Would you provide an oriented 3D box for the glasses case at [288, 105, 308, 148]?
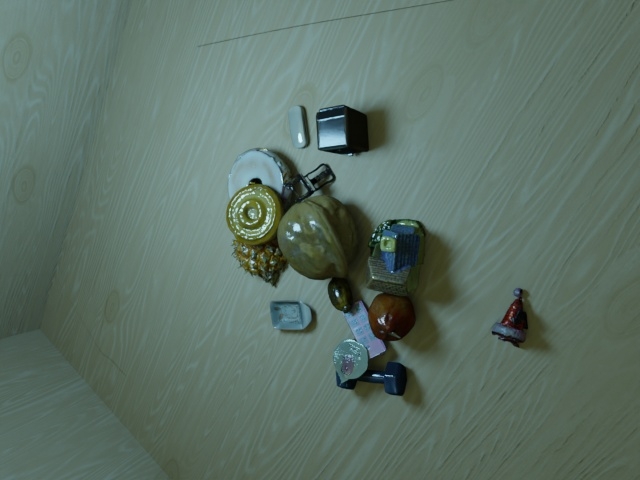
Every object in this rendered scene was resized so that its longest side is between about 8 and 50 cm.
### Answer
[{"bbox_3d":[-0.109,-0.550,1.994,0.081,0.051,0.204,-5,93,29],"label":"glasses case"}]

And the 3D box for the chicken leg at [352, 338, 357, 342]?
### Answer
[{"bbox_3d":[0.214,0.488,1.940,0.178,0.070,0.093,-33,63,15],"label":"chicken leg"}]

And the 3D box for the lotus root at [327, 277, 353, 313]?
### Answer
[{"bbox_3d":[0.090,0.244,1.934,0.120,0.120,0.210,-39,49,26],"label":"lotus root"}]

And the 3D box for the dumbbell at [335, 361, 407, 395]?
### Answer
[{"bbox_3d":[0.234,0.626,1.899,0.316,0.156,0.144,-3,124,28],"label":"dumbbell"}]

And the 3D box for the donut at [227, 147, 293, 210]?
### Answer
[{"bbox_3d":[-0.296,-0.272,2.072,0.382,0.142,0.383,3,97,28],"label":"donut"}]

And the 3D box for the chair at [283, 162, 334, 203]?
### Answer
[{"bbox_3d":[-0.046,-0.274,1.904,0.229,0.113,0.106,-36,89,-1],"label":"chair"}]

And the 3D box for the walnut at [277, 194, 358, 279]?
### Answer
[{"bbox_3d":[-0.013,-0.008,1.850,0.383,0.383,0.384,3,97,27],"label":"walnut"}]

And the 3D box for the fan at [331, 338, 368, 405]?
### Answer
[{"bbox_3d":[0.108,0.607,1.875,0.182,0.010,0.310,19,84,31],"label":"fan"}]

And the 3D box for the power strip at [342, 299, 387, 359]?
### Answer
[{"bbox_3d":[0.202,0.414,1.910,0.109,0.037,0.279,-30,70,8],"label":"power strip"}]

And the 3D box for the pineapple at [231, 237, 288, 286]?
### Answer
[{"bbox_3d":[-0.308,0.110,2.086,0.344,0.209,0.286,-12,90,27],"label":"pineapple"}]

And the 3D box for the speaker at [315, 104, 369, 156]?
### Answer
[{"bbox_3d":[0.098,-0.471,1.793,0.153,0.231,0.193,0,96,28],"label":"speaker"}]

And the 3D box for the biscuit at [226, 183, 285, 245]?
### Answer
[{"bbox_3d":[-0.310,-0.122,1.937,0.296,0.102,0.297,-1,86,15],"label":"biscuit"}]

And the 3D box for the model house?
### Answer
[{"bbox_3d":[0.291,0.072,1.740,0.261,0.266,0.322,9,100,23],"label":"model house"}]

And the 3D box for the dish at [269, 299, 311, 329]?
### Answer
[{"bbox_3d":[-0.143,0.375,2.111,0.234,0.064,0.154,-5,93,29],"label":"dish"}]

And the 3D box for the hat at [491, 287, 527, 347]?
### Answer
[{"bbox_3d":[0.767,0.301,1.618,0.140,0.129,0.228,17,86,-16],"label":"hat"}]

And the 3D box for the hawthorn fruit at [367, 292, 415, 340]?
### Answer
[{"bbox_3d":[0.304,0.337,1.757,0.210,0.262,0.211,2,108,8],"label":"hawthorn fruit"}]
